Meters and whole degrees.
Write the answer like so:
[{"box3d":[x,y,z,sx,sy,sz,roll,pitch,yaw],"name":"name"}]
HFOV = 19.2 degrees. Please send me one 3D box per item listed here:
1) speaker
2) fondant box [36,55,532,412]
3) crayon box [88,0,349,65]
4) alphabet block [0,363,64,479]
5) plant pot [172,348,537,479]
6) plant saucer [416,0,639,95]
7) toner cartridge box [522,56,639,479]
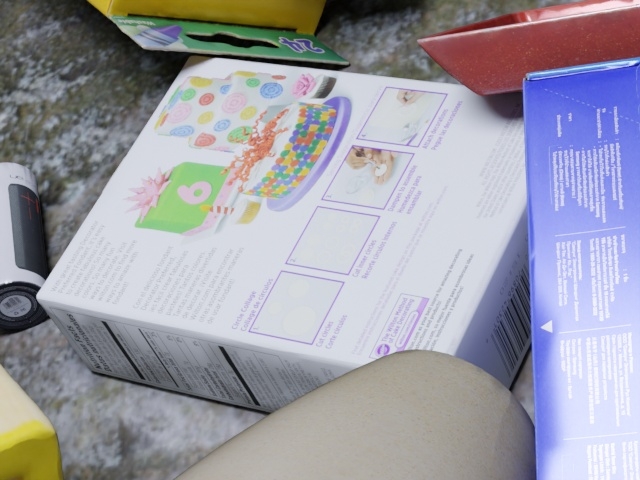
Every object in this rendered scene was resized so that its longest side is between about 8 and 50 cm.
[{"box3d":[-0.242,0.003,1.471,0.055,0.055,0.136,-22,45,8],"name":"speaker"},{"box3d":[0.000,0.000,1.326,0.330,0.096,0.238,10,57,31],"name":"fondant box"},{"box3d":[-0.129,-0.249,1.535,0.323,0.203,0.083,41,121,43],"name":"crayon box"},{"box3d":[-0.286,0.170,1.219,0.193,0.192,0.197,-23,40,-25],"name":"alphabet block"},{"box3d":[0.018,0.188,1.067,0.256,0.256,0.274,5,35,30],"name":"plant pot"},{"box3d":[0.225,-0.144,1.289,0.259,0.047,0.258,-8,8,21],"name":"plant saucer"},{"box3d":[0.211,0.057,1.122,0.165,0.075,0.348,-6,64,16],"name":"toner cartridge box"}]
